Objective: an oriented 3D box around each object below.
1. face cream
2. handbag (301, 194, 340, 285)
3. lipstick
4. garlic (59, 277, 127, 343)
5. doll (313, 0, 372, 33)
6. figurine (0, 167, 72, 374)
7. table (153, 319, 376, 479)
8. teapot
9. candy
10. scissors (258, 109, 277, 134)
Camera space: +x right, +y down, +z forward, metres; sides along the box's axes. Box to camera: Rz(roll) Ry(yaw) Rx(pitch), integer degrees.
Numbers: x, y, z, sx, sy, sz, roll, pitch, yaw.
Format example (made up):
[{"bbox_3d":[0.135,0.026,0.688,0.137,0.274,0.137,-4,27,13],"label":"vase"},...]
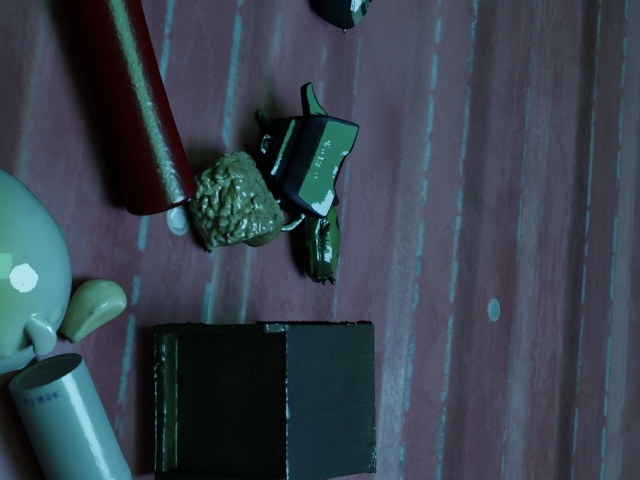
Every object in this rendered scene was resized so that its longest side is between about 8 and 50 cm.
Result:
[{"bbox_3d":[-0.222,0.236,1.140,0.077,0.077,0.250,-35,114,-46],"label":"face cream"},{"bbox_3d":[0.000,0.000,1.440,0.072,0.047,0.111,53,37,-83],"label":"handbag"},{"bbox_3d":[-0.193,-0.147,1.197,0.080,0.080,0.241,-31,112,-47],"label":"lipstick"},{"bbox_3d":[-0.227,0.066,1.175,0.083,0.041,0.053,-43,161,-37],"label":"garlic"},{"bbox_3d":[0.033,-0.350,1.483,0.088,0.102,0.179,2,90,-7],"label":"doll"},{"bbox_3d":[-0.380,0.092,0.908,0.394,0.226,0.275,-27,137,-41],"label":"figurine"},{"bbox_3d":[-0.064,0.170,1.262,0.193,0.172,0.169,4,84,-54],"label":"table"},{"bbox_3d":[-0.030,-0.098,1.377,0.096,0.087,0.177,24,83,-27],"label":"teapot"},{"bbox_3d":[-0.097,-0.041,1.313,0.095,0.085,0.110,-23,94,-57],"label":"candy"},{"bbox_3d":[-0.042,-0.120,1.428,0.113,0.012,0.039,48,54,-37],"label":"scissors"}]
